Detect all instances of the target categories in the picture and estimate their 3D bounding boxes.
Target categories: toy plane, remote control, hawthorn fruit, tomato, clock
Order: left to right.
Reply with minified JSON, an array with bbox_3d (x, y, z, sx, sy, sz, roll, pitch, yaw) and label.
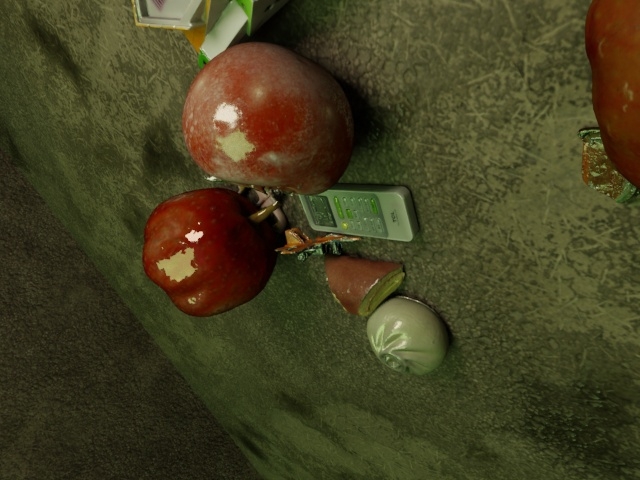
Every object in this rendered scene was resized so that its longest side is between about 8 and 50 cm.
[{"bbox_3d":[-0.165,-0.409,0.692,0.309,0.166,0.235,-29,101,46],"label":"clock"},{"bbox_3d":[-0.218,0.003,1.036,0.330,0.287,0.287,-31,101,19],"label":"hawthorn fruit"},{"bbox_3d":[-0.080,-0.186,0.737,0.270,0.270,0.227,14,97,38],"label":"tomato"},{"bbox_3d":[0.001,0.011,0.953,0.188,0.135,0.062,7,107,29],"label":"toy plane"},{"bbox_3d":[0.065,-0.057,0.889,0.250,0.034,0.103,10,130,42],"label":"remote control"}]

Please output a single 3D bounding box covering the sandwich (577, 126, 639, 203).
[{"bbox_3d":[0.352,-0.090,0.567,0.069,0.026,0.101,2,125,44],"label":"sandwich"}]

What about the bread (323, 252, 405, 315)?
[{"bbox_3d":[0.076,0.091,0.963,0.192,0.119,0.067,6,169,39],"label":"bread"}]

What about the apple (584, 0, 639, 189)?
[{"bbox_3d":[0.417,-0.156,0.363,0.364,0.295,0.329,6,90,42],"label":"apple"}]

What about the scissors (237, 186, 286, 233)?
[{"bbox_3d":[-0.108,-0.101,1.037,0.160,0.024,0.317,50,144,-3],"label":"scissors"}]

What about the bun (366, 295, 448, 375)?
[{"bbox_3d":[0.169,0.205,0.957,0.172,0.120,0.173,25,138,25],"label":"bun"}]
